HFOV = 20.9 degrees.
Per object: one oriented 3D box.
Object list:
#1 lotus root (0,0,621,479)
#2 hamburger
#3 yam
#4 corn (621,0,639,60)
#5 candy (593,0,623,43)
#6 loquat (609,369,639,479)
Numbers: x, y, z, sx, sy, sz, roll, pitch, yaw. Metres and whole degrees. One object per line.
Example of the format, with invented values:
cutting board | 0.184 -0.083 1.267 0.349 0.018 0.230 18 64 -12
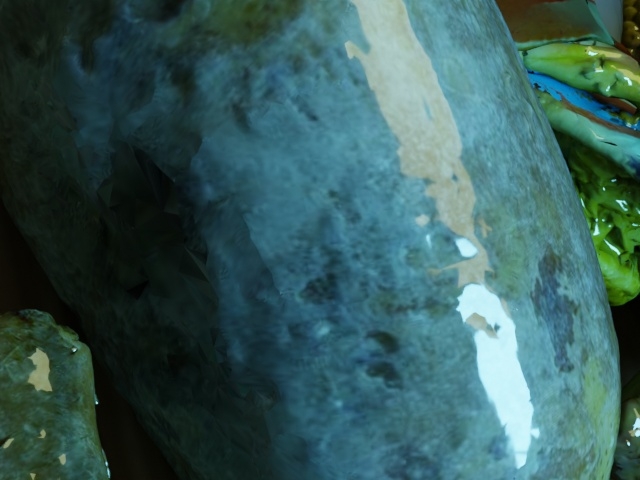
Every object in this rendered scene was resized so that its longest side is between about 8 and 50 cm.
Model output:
lotus root | -0.002 0.001 0.553 0.349 0.175 0.175 64 28 2
hamburger | 0.080 -0.034 0.749 0.276 0.150 0.260 40 10 19
yam | -0.071 0.139 0.444 0.061 0.061 0.253 25 45 -48
corn | 0.223 -0.189 1.171 0.091 0.091 0.260 52 34 -34
candy | 0.135 -0.187 1.039 0.138 0.071 0.174 48 34 -24
loquat | 0.201 0.123 0.756 0.246 0.213 0.213 32 41 -32
